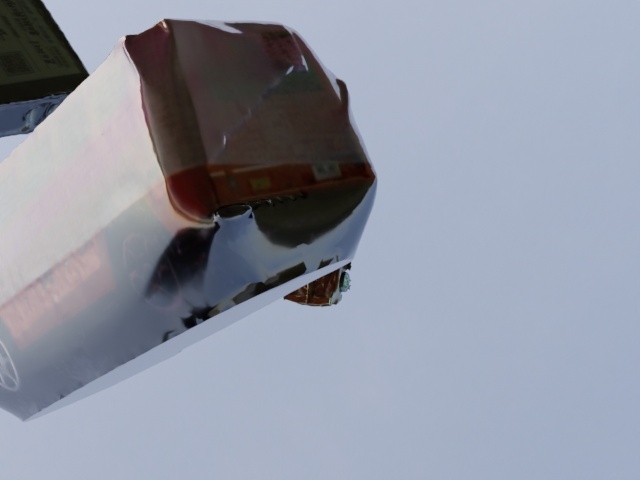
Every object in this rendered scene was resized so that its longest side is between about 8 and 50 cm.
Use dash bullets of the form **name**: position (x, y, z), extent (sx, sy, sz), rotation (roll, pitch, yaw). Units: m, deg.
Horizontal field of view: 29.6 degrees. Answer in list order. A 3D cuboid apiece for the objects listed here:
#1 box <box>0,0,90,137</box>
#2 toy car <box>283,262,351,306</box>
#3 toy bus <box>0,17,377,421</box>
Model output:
- **box**: position (-0.376, -0.233, 1.119), extent (0.211, 0.058, 0.350), rotation (-14, -120, -42)
- **toy car**: position (0.000, 0.000, 1.106), extent (0.059, 0.035, 0.122), rotation (5, -94, 21)
- **toy bus**: position (-0.103, -0.004, 0.679), extent (0.127, 0.303, 0.147), rotation (-13, -100, -41)
